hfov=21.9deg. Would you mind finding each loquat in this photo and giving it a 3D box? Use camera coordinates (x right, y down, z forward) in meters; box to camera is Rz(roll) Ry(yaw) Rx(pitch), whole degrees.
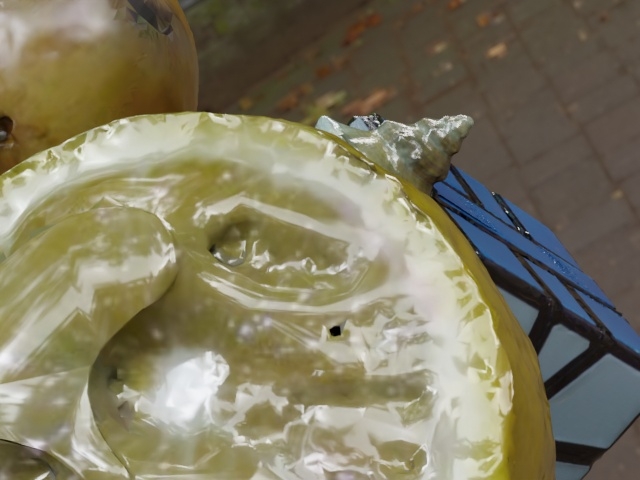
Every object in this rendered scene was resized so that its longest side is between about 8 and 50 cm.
[{"bbox_3d":[-0.230,-0.130,1.397,0.263,0.263,0.263,-29,16,9],"label":"loquat"}]

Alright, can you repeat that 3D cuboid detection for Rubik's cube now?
[{"bbox_3d":[0.092,0.101,1.522,0.293,0.288,0.283,-53,33,13],"label":"Rubik's cube"}]

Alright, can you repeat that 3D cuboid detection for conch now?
[{"bbox_3d":[0.013,0.003,1.094,0.234,0.114,0.137,-56,23,-2],"label":"conch"}]

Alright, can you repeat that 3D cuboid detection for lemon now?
[{"bbox_3d":[-0.049,0.131,0.836,0.364,0.364,0.364,-29,16,9],"label":"lemon"}]
